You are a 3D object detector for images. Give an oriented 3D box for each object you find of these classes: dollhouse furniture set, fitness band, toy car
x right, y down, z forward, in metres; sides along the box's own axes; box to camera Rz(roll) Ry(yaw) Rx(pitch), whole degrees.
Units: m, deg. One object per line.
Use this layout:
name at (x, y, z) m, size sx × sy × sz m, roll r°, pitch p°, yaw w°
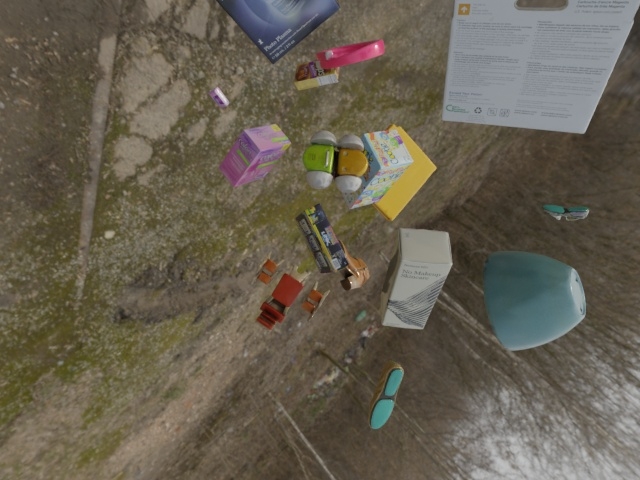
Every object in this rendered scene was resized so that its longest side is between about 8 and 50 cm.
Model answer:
dollhouse furniture set at (-0.139, 0.211, 1.489) m, size 0.135 × 0.262 × 0.259 m, roll -54°, pitch 177°, yaw -47°
fitness band at (0.094, -0.633, 1.378) m, size 0.209 × 0.291 × 0.054 m, roll -19°, pitch 117°, yaw -8°
toy car at (0.037, -0.213, 1.154) m, size 0.136 × 0.182 × 0.159 m, roll 135°, pitch -39°, yaw -79°

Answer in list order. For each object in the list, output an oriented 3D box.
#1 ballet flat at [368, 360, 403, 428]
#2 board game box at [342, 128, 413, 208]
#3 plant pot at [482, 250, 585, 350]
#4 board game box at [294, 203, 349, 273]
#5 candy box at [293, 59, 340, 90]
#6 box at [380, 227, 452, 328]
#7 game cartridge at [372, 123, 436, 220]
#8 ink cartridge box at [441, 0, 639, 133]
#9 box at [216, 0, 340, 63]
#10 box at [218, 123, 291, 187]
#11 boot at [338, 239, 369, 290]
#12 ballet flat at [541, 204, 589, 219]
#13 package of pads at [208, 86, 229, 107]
ballet flat at (0.211, 0.504, 1.345) m, size 0.232 × 0.080 × 0.073 m, roll -69°, pitch -160°, yaw 8°
board game box at (0.186, -0.252, 1.477) m, size 0.142 × 0.144 × 0.275 m, roll -15°, pitch 162°, yaw -25°
plant pot at (0.611, 0.156, 1.141) m, size 0.195 × 0.290 × 0.290 m, roll -16°, pitch -176°, yaw 42°
board game box at (0.000, 0.000, 1.054) m, size 0.048 × 0.170 × 0.141 m, roll -26°, pitch -178°, yaw -14°
candy box at (-0.013, -0.707, 1.721) m, size 0.053 × 0.187 × 0.109 m, roll 53°, pitch 38°, yaw -57°
box at (0.212, 0.097, 0.946) m, size 0.275 × 0.113 × 0.094 m, roll 91°, pitch 5°, yaw -50°
game cartridge at (0.305, -0.294, 1.750) m, size 0.323 × 0.285 × 0.053 m, roll -49°, pitch -165°, yaw -11°
ink cartridge box at (0.442, -0.394, 0.874) m, size 0.330 × 0.324 × 0.071 m, roll 78°, pitch 31°, yaw -50°
box at (-0.146, -0.803, 1.320) m, size 0.296 × 0.182 × 0.294 m, roll -31°, pitch 134°, yaw 23°
box at (-0.285, -0.369, 1.772) m, size 0.243 × 0.117 × 0.213 m, roll -44°, pitch 173°, yaw 38°
boot at (0.112, 0.081, 1.524) m, size 0.073 × 0.197 × 0.152 m, roll -13°, pitch -177°, yaw 37°
ballet flat at (0.679, -0.075, 1.137) m, size 0.041 × 0.114 × 0.041 m, roll 5°, pitch 90°, yaw -69°
package of pads at (-0.431, -0.607, 1.735) m, size 0.083 × 0.050 × 0.032 m, roll 51°, pitch 56°, yaw -35°
